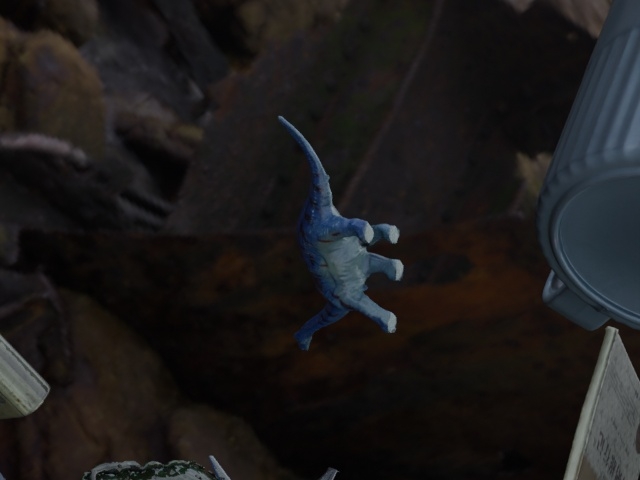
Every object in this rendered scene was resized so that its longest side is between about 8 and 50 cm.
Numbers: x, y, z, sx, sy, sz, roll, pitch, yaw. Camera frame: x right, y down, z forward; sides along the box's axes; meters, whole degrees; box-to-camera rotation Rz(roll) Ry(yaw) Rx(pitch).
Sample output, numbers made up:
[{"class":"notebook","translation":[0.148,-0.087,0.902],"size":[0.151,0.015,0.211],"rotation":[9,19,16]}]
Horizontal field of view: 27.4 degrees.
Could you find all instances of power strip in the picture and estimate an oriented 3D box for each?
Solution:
[{"class":"power strip","translation":[-0.309,0.038,0.968],"size":[0.268,0.092,0.034],"rotation":[52,52,-24]}]

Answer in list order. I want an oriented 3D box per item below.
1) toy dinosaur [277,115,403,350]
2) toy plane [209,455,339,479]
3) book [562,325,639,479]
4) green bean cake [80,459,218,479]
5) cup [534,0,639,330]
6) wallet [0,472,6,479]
[{"class":"toy dinosaur","translation":[0.027,0.016,1.437],"size":[0.076,0.144,0.329],"rotation":[-52,148,-41]},{"class":"toy plane","translation":[-0.043,0.280,1.373],"size":[0.226,0.226,0.058],"rotation":[-16,109,-42]},{"class":"book","translation":[0.310,0.282,1.461],"size":[0.217,0.021,0.310],"rotation":[57,47,-48]},{"class":"green bean cake","translation":[-0.205,0.415,1.742],"size":[0.255,0.132,0.241],"rotation":[4,42,-51]},{"class":"cup","translation":[0.329,-0.089,1.223],"size":[0.257,0.331,0.311],"rotation":[50,49,-26]},{"class":"wallet","translation":[-0.331,0.199,0.857],"size":[0.231,0.170,0.069],"rotation":[-15,81,-32]}]
